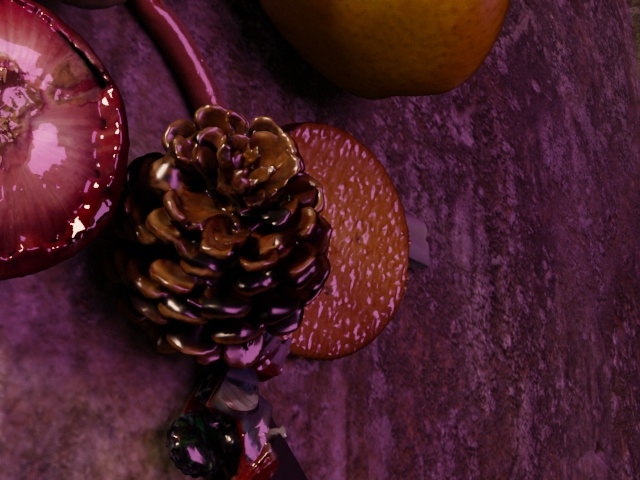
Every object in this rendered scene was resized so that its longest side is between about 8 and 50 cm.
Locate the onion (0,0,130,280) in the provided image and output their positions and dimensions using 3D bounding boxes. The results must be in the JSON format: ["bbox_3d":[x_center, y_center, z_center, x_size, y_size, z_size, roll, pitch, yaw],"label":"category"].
[{"bbox_3d":[-0.278,-0.083,0.664,0.248,0.161,0.248,19,59,-35],"label":"onion"}]

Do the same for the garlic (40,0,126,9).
[{"bbox_3d":[-0.227,-0.354,0.735,0.317,0.259,0.318,-3,97,-21],"label":"garlic"}]

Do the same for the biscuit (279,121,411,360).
[{"bbox_3d":[0.000,0.000,1.039,0.305,0.038,0.306,8,78,-38],"label":"biscuit"}]

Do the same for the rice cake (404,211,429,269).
[{"bbox_3d":[0.086,-0.021,1.185,0.221,0.042,0.080,21,63,-45],"label":"rice cake"}]

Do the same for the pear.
[{"bbox_3d":[0.079,-0.387,1.055,0.362,0.362,0.419,-35,110,-51],"label":"pear"}]

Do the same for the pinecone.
[{"bbox_3d":[-0.095,-0.008,0.797,0.224,0.273,0.224,10,50,-12],"label":"pinecone"}]

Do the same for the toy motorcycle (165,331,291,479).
[{"bbox_3d":[-0.078,0.168,0.869,0.122,0.082,0.213,43,41,-20],"label":"toy motorcycle"}]

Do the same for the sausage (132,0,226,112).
[{"bbox_3d":[-0.162,-0.214,0.948,0.047,0.040,0.177,-43,111,-42],"label":"sausage"}]

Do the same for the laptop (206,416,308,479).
[{"bbox_3d":[-0.050,0.309,0.922,0.135,0.016,0.197,-45,113,-50],"label":"laptop"}]
